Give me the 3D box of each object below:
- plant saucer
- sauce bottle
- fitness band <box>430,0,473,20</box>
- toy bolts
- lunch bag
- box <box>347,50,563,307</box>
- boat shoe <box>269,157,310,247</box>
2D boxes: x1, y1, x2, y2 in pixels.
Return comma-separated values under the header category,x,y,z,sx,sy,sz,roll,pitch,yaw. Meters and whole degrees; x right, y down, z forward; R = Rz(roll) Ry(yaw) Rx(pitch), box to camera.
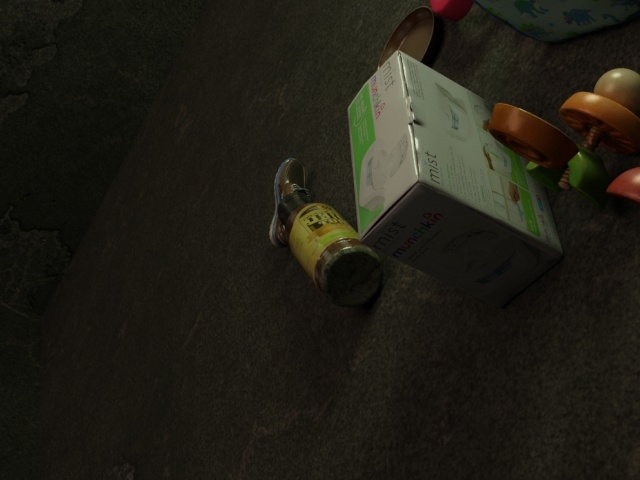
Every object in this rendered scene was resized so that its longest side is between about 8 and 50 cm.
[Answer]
category,x,y,z,sx,sy,sz,roll,pitch,yaw
plant saucer,0.158,-0.333,1.727,0.168,0.029,0.168,-46,31,37
sauce bottle,0.000,0.000,1.650,0.111,0.111,0.344,-62,26,10
fitness band,0.243,-0.490,1.618,0.291,0.054,0.209,-86,17,-49
toy bolts,0.320,-0.126,1.036,0.228,0.218,0.158,31,90,47
lunch bag,0.304,-0.342,1.261,0.219,0.176,0.090,-3,66,64
box,0.165,-0.082,1.244,0.127,0.231,0.262,-47,31,36
boat shoe,-0.050,-0.076,1.889,0.066,0.066,0.183,-15,65,54
